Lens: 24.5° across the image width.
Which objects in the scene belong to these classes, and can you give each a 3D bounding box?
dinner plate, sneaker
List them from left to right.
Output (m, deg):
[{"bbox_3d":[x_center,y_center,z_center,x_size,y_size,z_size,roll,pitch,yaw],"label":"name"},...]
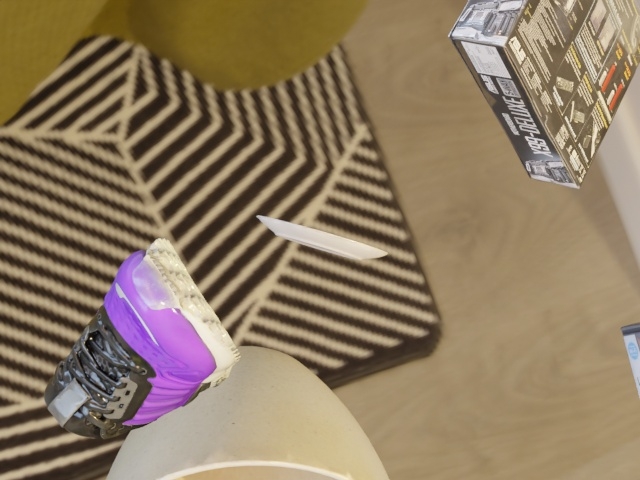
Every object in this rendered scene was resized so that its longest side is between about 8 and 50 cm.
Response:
[{"bbox_3d":[-0.152,0.100,1.181,0.146,0.293,0.102,-31,76,-12],"label":"sneaker"},{"bbox_3d":[0.000,0.000,1.526,0.141,0.141,0.017,19,87,-27],"label":"dinner plate"}]

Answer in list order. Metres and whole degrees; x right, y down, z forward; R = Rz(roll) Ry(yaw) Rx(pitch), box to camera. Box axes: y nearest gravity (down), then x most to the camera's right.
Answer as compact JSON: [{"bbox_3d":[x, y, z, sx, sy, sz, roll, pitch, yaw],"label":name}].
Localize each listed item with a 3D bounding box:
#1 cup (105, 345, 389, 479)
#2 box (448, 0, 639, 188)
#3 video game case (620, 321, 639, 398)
[{"bbox_3d":[-0.079,0.255,1.580,0.331,0.331,0.237,25,35,-24],"label":"cup"},{"bbox_3d":[0.288,-0.246,1.784,0.242,0.076,0.307,-62,143,-17],"label":"box"},{"bbox_3d":[0.506,0.218,1.942,0.035,0.275,0.248,-12,85,-20],"label":"video game case"}]
